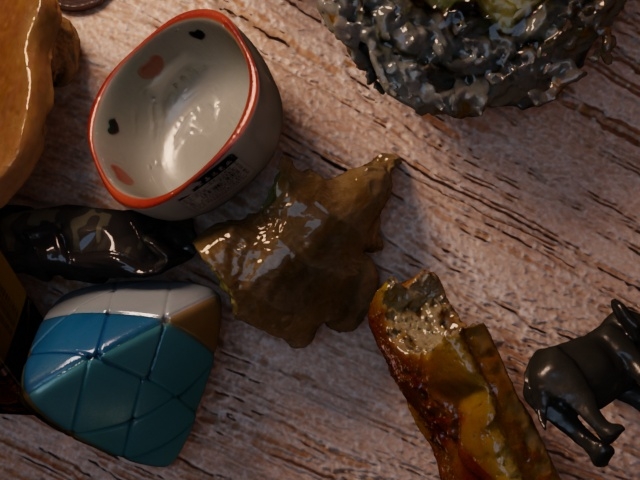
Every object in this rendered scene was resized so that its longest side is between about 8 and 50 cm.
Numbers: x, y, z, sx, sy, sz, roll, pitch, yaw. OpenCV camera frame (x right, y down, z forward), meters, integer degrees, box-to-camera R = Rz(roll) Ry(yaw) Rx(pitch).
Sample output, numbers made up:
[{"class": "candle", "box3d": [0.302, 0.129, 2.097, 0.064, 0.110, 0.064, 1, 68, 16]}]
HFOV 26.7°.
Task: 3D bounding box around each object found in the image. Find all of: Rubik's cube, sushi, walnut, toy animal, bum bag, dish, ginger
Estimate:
[{"class": "Rubik's cube", "box3d": [-0.197, 0.157, 1.595, 0.254, 0.254, 0.255, -1, 87, 13]}, {"class": "sushi", "box3d": [0.175, -0.329, 1.527, 0.417, 0.176, 0.418, 0, 86, 6]}, {"class": "walnut", "box3d": [-0.342, -0.240, 1.694, 0.078, 0.082, 0.096, -5, 85, -15]}, {"class": "toy animal", "box3d": [0.326, 0.144, 1.467, 0.146, 0.245, 0.115, 48, 129, 34]}, {"class": "bum bag", "box3d": [-0.309, 0.004, 1.646, 0.340, 0.144, 0.095, 0, 109, 13]}, {"class": "dish", "box3d": [-0.145, -0.135, 1.597, 0.256, 0.117, 0.256, -15, 62, 29]}, {"class": "ginger", "box3d": [0.000, 0.000, 1.579, 0.270, 0.123, 0.219, -35, 104, 0]}]

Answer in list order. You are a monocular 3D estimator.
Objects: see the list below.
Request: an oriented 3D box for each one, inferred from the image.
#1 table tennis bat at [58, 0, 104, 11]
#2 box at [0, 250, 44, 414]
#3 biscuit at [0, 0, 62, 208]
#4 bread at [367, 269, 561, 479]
[{"class": "table tennis bat", "box3d": [-0.347, -0.342, 1.677, 0.169, 0.119, 0.108, -15, 84, 11]}, {"class": "box", "box3d": [-0.497, 0.056, 1.555, 0.264, 0.415, 0.116, 0, 55, 14]}, {"class": "biscuit", "box3d": [-0.477, -0.153, 1.665, 0.385, 0.062, 0.365, -9, 68, 30]}, {"class": "bread", "box3d": [0.167, 0.208, 1.497, 0.109, 0.185, 0.380, -22, 82, -14]}]
